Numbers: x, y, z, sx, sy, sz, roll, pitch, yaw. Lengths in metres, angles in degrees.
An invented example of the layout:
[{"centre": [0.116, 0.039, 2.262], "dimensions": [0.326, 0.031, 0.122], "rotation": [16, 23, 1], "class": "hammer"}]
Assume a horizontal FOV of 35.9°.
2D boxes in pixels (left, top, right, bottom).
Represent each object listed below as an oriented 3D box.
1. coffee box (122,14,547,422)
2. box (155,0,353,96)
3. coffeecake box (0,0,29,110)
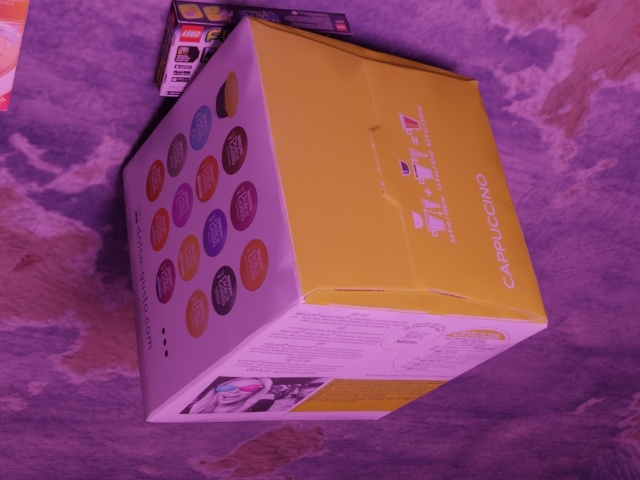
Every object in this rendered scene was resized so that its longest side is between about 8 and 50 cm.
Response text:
[{"centre": [0.000, 0.000, 1.152], "dimensions": [0.338, 0.338, 0.334], "rotation": [8, 148, -34], "class": "coffee box"}, {"centre": [-0.077, -0.213, 1.136], "dimensions": [0.206, 0.036, 0.114], "rotation": [0, 142, -23], "class": "box"}, {"centre": [-0.370, -0.220, 0.973], "dimensions": [0.142, 0.068, 0.185], "rotation": [1, 142, -26], "class": "coffeecake box"}]
